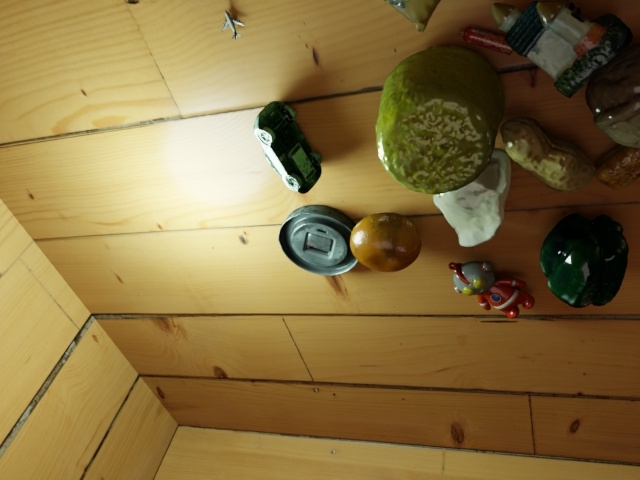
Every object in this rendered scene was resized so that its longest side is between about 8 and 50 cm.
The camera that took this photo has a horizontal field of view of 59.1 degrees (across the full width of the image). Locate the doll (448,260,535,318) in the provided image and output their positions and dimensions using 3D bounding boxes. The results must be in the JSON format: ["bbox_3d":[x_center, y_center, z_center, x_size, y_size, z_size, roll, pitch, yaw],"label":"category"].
[{"bbox_3d":[0.589,0.163,1.989,0.336,0.105,0.200,32,134,-13],"label":"doll"}]

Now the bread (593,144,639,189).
[{"bbox_3d":[0.863,-0.226,1.548,0.114,0.083,0.211,28,136,-14],"label":"bread"}]

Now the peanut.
[{"bbox_3d":[0.628,-0.241,1.575,0.305,0.147,0.147,30,134,-7],"label":"peanut"}]

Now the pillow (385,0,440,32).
[{"bbox_3d":[0.204,-0.689,1.303,0.310,0.119,0.312,28,136,-14],"label":"pillow"}]

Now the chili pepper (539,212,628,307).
[{"bbox_3d":[0.812,0.055,1.732,0.233,0.248,0.256,-6,132,-7],"label":"chili pepper"}]

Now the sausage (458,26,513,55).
[{"bbox_3d":[0.426,-0.517,1.446,0.145,0.048,0.050,18,130,5],"label":"sausage"}]

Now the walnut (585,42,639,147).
[{"bbox_3d":[0.774,-0.349,1.363,0.248,0.248,0.248,10,134,10],"label":"walnut"}]

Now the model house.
[{"bbox_3d":[0.535,-0.490,1.316,0.291,0.253,0.184,33,128,3],"label":"model house"}]

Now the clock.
[{"bbox_3d":[0.000,0.002,2.066,0.313,0.061,0.312,10,134,10],"label":"clock"}]

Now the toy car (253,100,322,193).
[{"bbox_3d":[-0.115,-0.290,1.785,0.125,0.136,0.306,2,135,47],"label":"toy car"}]

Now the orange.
[{"bbox_3d":[0.221,0.002,1.913,0.240,0.171,0.240,6,146,4],"label":"orange"}]

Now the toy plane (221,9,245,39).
[{"bbox_3d":[-0.251,-0.612,1.598,0.078,0.024,0.084,-4,124,23],"label":"toy plane"}]

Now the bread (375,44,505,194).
[{"bbox_3d":[0.310,-0.304,1.498,0.348,0.308,0.348,10,134,11],"label":"bread"}]

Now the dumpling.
[{"bbox_3d":[0.452,-0.117,1.685,0.187,0.243,0.318,-2,152,-21],"label":"dumpling"}]
